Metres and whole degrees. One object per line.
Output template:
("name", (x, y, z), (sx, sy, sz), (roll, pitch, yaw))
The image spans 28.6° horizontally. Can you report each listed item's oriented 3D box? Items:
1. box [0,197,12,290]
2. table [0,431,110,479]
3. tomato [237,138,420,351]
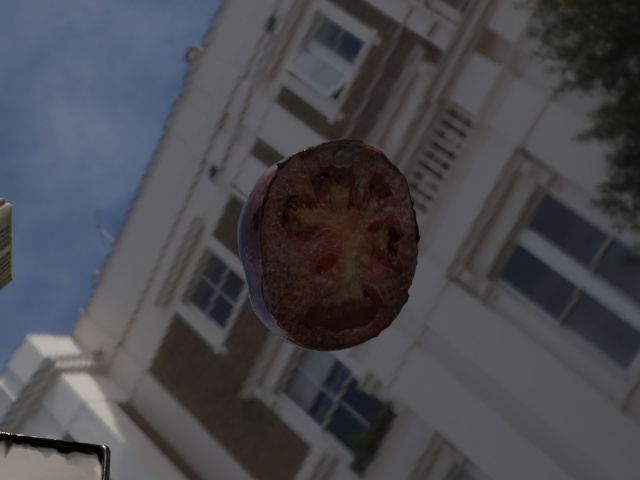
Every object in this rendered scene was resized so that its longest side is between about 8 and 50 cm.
("box", (-0.237, 0.011, 0.626), (0.130, 0.129, 0.051), (-69, -17, -75))
("table", (-0.273, 0.264, 0.730), (0.250, 0.196, 0.282), (9, -49, -15))
("tomato", (-0.001, 0.001, 1.289), (0.225, 0.085, 0.225), (-4, -83, -37))
